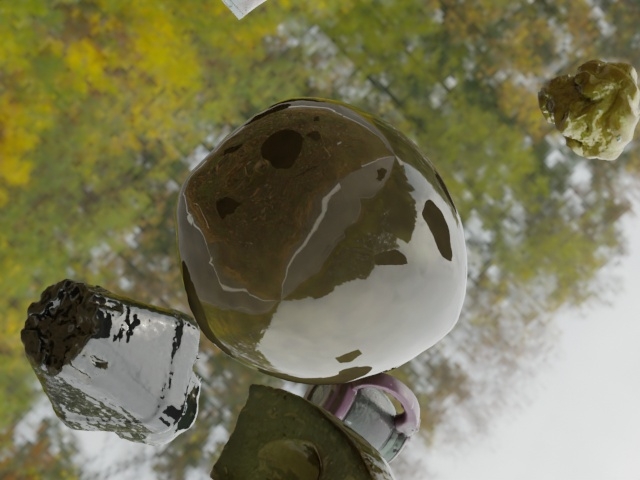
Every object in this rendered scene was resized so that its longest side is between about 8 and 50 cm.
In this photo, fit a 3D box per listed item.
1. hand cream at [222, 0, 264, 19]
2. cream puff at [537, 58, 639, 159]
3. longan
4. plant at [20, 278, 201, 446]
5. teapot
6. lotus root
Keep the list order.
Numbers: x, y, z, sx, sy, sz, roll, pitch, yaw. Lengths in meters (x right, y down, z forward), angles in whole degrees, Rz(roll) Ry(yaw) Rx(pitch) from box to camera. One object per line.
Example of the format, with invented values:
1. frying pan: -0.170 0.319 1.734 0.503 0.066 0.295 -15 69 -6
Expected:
1. hand cream: -0.040 -0.362 1.775 0.216 0.052 0.038 -26 -174 25
2. cream puff: 0.358 -0.180 1.815 0.146 0.116 0.146 -167 -90 -84
3. longan: 0.000 0.000 1.303 0.288 0.288 0.350 -44 -174 4
4. plant: -0.224 0.137 1.498 0.164 0.256 0.142 -1 -120 23
5. teapot: 0.062 0.231 1.827 0.148 0.146 0.116 -52 -162 13
6. lotus root: 0.009 0.289 1.556 0.314 0.210 0.142 28 -106 31
